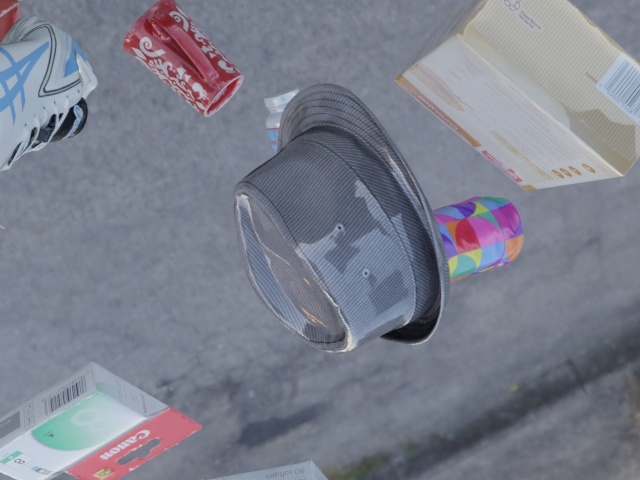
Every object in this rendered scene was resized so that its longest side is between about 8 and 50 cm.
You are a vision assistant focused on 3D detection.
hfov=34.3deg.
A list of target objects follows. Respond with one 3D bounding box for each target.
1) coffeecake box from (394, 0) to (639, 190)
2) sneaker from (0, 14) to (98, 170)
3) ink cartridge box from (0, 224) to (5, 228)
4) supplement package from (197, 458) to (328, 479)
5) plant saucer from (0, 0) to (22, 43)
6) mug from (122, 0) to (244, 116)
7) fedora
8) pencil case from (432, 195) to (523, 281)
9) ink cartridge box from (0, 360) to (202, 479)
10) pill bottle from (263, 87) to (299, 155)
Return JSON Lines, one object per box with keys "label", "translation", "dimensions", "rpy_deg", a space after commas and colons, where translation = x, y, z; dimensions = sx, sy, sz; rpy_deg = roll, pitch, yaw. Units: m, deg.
{"label": "coffeecake box", "translation": [0.144, -0.108, 0.743], "dimensions": [0.068, 0.142, 0.185], "rpy_deg": [-52, -174, -5]}
{"label": "sneaker", "translation": [-0.209, -0.093, 0.728], "dimensions": [0.086, 0.237, 0.085], "rpy_deg": [31, 115, -15]}
{"label": "ink cartridge box", "translation": [-0.633, -0.070, 1.501], "dimensions": [0.060, 0.275, 0.239], "rpy_deg": [-67, 161, -12]}
{"label": "supplement package", "translation": [-0.036, 0.289, 0.865], "dimensions": [0.105, 0.179, 0.105], "rpy_deg": [-12, 154, 5]}
{"label": "plant saucer", "translation": [-0.415, -0.147, 1.027], "dimensions": [0.259, 0.048, 0.258], "rpy_deg": [-41, -170, -15]}
{"label": "mug", "translation": [-0.216, -0.280, 1.618], "dimensions": [0.113, 0.169, 0.150], "rpy_deg": [-46, 178, 17]}
{"label": "fedora", "translation": [0.000, 0.000, 1.008], "dimensions": [0.124, 0.275, 0.244], "rpy_deg": [-31, -168, -29]}
{"label": "pencil case", "translation": [0.140, 0.006, 1.277], "dimensions": [0.236, 0.104, 0.104], "rpy_deg": [-12, 148, -35]}
{"label": "ink cartridge box", "translation": [-0.275, 0.251, 1.280], "dimensions": [0.181, 0.056, 0.225], "rpy_deg": [-32, 136, 14]}
{"label": "pill bottle", "translation": [-0.049, -0.191, 1.884], "dimensions": [0.087, 0.160, 0.087], "rpy_deg": [-16, -165, 4]}
